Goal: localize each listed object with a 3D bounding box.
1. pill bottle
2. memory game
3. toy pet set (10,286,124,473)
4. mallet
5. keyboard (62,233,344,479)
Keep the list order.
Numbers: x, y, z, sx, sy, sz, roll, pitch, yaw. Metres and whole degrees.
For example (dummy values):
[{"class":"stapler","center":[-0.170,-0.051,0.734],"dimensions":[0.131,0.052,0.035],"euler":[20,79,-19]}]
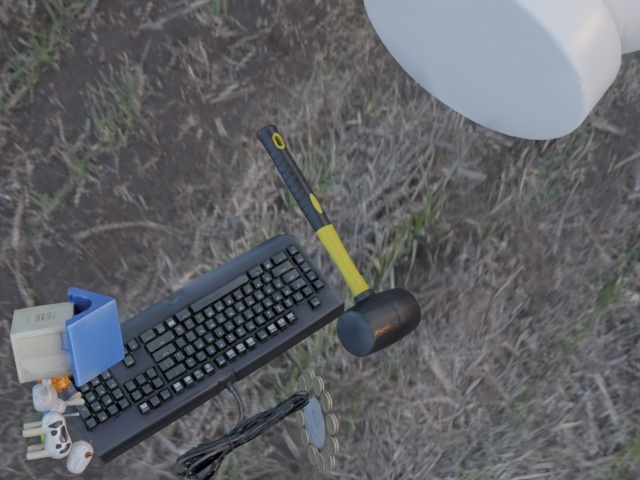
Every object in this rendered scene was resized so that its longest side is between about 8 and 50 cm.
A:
[{"class":"pill bottle","center":[0.144,-0.189,0.501],"dimensions":[0.153,0.153,0.265],"euler":[33,75,11]},{"class":"memory game","center":[-0.007,0.323,1.798],"dimensions":[0.012,0.186,0.186],"euler":[-7,74,-23]},{"class":"toy pet set","center":[-0.159,0.091,0.657],"dimensions":[0.065,0.122,0.114],"euler":[-8,112,-10]},{"class":"mallet","center":[0.000,0.000,0.742],"dimensions":[0.062,0.039,0.190],"euler":[-33,86,-45]},{"class":"keyboard","center":[-0.110,0.139,1.096],"dimensions":[0.317,0.033,0.201],"euler":[-31,77,-18]}]
